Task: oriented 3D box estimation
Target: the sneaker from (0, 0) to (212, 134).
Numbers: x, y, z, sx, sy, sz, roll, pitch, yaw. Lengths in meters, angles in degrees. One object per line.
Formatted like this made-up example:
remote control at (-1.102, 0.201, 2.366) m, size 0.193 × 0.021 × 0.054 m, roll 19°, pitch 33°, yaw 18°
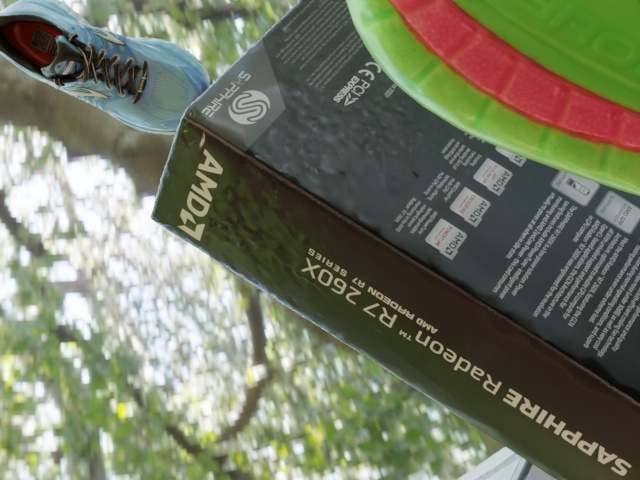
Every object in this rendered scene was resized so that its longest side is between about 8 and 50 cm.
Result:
sneaker at (-0.149, -0.110, 1.144) m, size 0.162 × 0.073 × 0.063 m, roll 21°, pitch -76°, yaw 12°

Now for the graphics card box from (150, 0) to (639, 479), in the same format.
graphics card box at (0.121, -0.005, 0.973) m, size 0.371 × 0.233 × 0.094 m, roll 33°, pitch -42°, yaw 7°

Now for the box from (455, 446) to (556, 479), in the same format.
box at (0.114, 0.256, 1.355) m, size 0.169 × 0.290 × 0.087 m, roll -37°, pitch -91°, yaw 19°

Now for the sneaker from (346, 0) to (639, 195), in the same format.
sneaker at (0.237, -0.039, 0.733) m, size 0.483 × 0.202 × 0.185 m, roll 39°, pitch -66°, yaw 0°
